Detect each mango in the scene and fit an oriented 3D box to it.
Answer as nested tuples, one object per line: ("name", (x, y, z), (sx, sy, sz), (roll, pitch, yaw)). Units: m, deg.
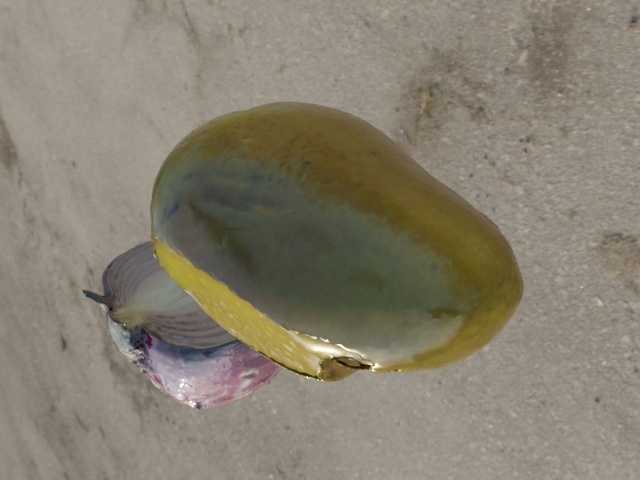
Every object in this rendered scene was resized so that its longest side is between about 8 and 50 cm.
("mango", (0.000, 0.000, 0.456), (0.262, 0.167, 0.130), (33, 170, 35))

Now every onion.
("onion", (-0.106, 0.086, 0.939), (0.267, 0.348, 0.159), (35, 139, 38))
